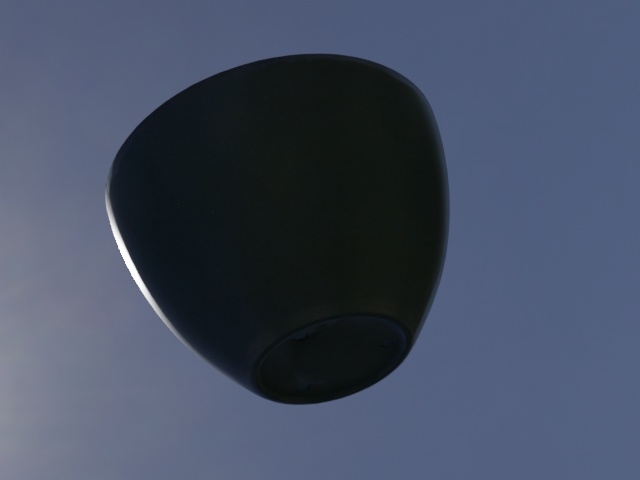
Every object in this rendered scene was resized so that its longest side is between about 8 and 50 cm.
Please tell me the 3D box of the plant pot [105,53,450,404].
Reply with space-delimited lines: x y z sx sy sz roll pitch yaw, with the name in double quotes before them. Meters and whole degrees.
"plant pot" -0.015 0.018 1.201 0.290 0.290 0.195 37 -151 -51
